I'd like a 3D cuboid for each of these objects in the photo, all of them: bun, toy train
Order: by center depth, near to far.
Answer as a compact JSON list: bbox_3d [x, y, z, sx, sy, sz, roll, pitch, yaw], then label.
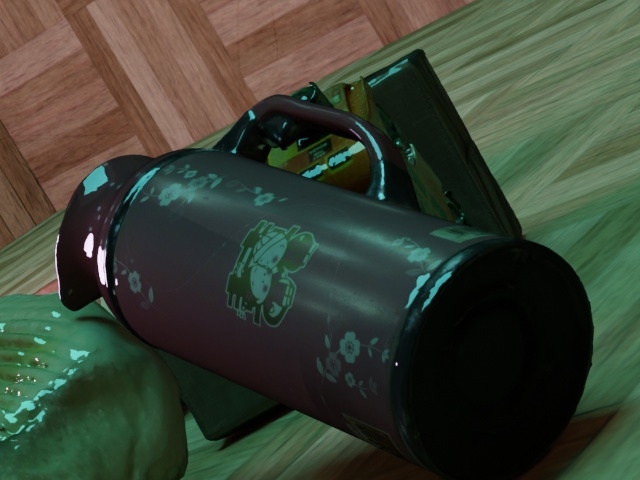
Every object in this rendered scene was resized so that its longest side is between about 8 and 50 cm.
[{"bbox_3d":[-0.173,0.133,1.075,0.229,0.145,0.229,-25,23,12],"label":"bun"},{"bbox_3d":[0.036,-0.007,1.099,0.072,0.188,0.099,-27,38,18],"label":"toy train"}]

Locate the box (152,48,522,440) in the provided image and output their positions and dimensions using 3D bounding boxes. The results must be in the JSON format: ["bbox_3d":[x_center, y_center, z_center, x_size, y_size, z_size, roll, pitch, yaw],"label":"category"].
[{"bbox_3d":[0.000,0.000,1.263,0.231,0.155,0.149,-31,5,9],"label":"box"}]

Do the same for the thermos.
[{"bbox_3d":[-0.022,0.006,0.953,0.109,0.136,0.330,-8,17,-37],"label":"thermos"}]

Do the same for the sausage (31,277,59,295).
[{"bbox_3d":[-0.236,0.048,2.134,0.169,0.065,0.065,-28,9,22],"label":"sausage"}]

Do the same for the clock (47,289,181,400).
[{"bbox_3d":[-0.218,0.130,1.392,0.276,0.120,0.379,-16,16,42],"label":"clock"}]
